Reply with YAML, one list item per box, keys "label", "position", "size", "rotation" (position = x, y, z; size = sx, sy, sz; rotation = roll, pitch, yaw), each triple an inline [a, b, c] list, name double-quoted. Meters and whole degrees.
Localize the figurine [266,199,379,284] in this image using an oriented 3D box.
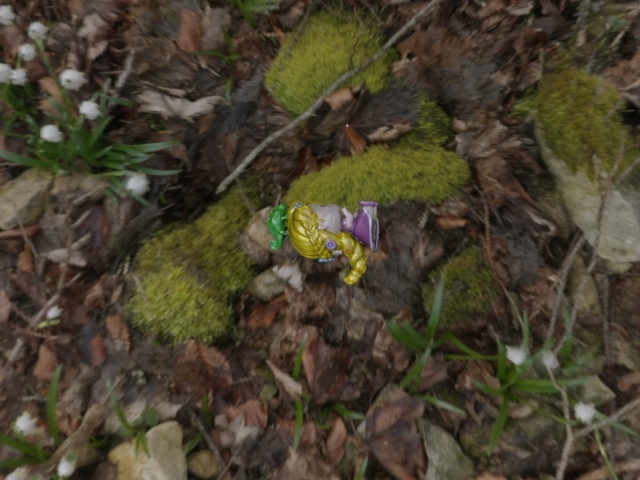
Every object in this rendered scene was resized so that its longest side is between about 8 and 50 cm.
- label: "figurine"
  position: [0.000, 0.000, 1.137]
  size: [0.156, 0.095, 0.115]
  rotation: [3, 83, 12]
